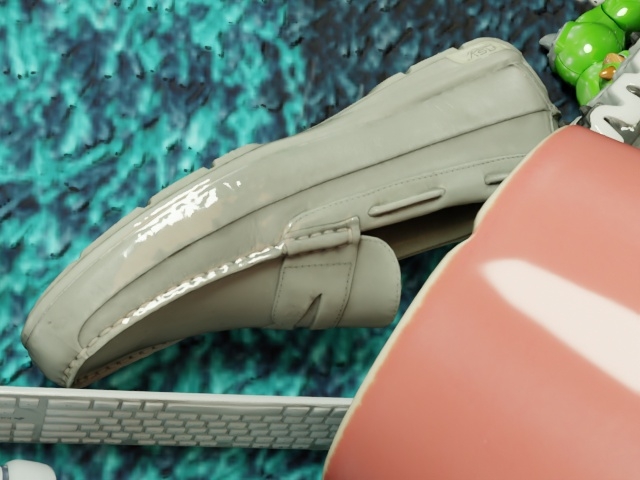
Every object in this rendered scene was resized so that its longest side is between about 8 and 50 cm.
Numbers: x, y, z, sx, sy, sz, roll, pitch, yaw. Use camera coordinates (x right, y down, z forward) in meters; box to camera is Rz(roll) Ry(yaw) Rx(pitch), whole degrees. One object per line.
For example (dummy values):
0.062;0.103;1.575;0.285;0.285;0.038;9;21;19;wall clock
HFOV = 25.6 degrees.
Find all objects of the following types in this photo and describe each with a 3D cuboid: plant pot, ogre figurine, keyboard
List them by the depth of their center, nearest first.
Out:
0.151;0.096;0.583;0.243;0.275;0.275;34;73;13;plant pot
-0.098;0.091;0.715;0.256;0.072;0.014;3;68;-14;keyboard
0.208;-0.081;0.811;0.118;0.097;0.197;-18;77;-7;ogre figurine

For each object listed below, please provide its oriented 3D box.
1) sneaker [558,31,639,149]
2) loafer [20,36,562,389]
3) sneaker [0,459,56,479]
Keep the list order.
0.202;-0.074;0.724;0.106;0.078;0.234;41;82;-1;sneaker
0.000;0.000;0.737;0.319;0.112;0.111;-28;80;-18;loafer
-0.188;0.225;0.655;0.091;0.094;0.258;17;77;-16;sneaker
